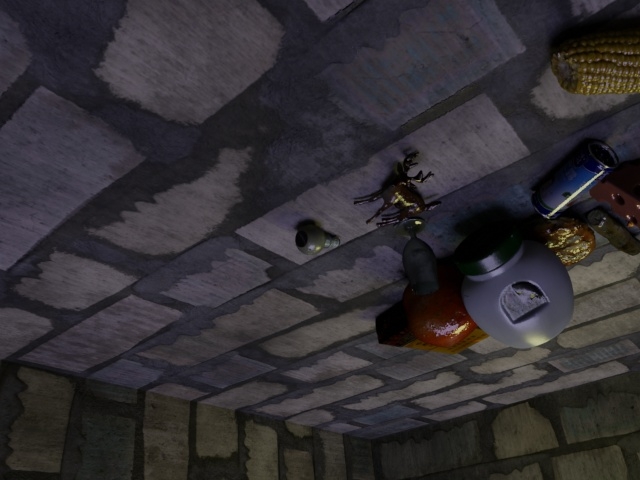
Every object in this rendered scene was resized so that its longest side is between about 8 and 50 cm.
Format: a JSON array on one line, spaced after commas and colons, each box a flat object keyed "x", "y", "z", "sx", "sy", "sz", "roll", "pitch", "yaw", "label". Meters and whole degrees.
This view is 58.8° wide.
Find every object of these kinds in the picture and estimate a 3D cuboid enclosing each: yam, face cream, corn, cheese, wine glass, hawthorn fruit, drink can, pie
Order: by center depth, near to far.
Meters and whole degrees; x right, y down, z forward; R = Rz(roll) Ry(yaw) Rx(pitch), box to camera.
[{"x": 0.671, "y": -0.366, "z": 1.147, "sx": 0.386, "sy": 0.144, "sz": 0.144, "roll": -8, "pitch": 148, "yaw": 5, "label": "corn"}, {"x": 0.675, "y": -0.159, "z": 1.522, "sx": 0.097, "sy": 0.097, "sz": 0.235, "roll": 8, "pitch": 146, "yaw": -20, "label": "drink can"}, {"x": 0.884, "y": -0.154, "z": 1.557, "sx": 0.177, "sy": 0.203, "sz": 0.128, "roll": -38, "pitch": 142, "yaw": -5, "label": "cheese"}, {"x": 0.287, "y": 0.045, "z": 1.674, "sx": 0.103, "sy": 0.222, "sz": 0.103, "roll": -6, "pitch": 148, "yaw": -4, "label": "wine glass"}, {"x": 0.583, "y": 0.136, "z": 1.725, "sx": 0.312, "sy": 0.219, "sz": 0.357, "roll": -34, "pitch": 103, "yaw": 14, "label": "face cream"}, {"x": 0.737, "y": 0.010, "z": 1.811, "sx": 0.308, "sy": 0.086, "sz": 0.308, "roll": -3, "pitch": 150, "yaw": -2, "label": "pie"}, {"x": 0.942, "y": -0.021, "z": 1.812, "sx": 0.317, "sy": 0.071, "sz": 0.067, "roll": 24, "pitch": 102, "yaw": -37, "label": "yam"}, {"x": 0.433, "y": 0.214, "z": 1.935, "sx": 0.299, "sy": 0.276, "sz": 0.275, "roll": -34, "pitch": 140, "yaw": 19, "label": "hawthorn fruit"}]

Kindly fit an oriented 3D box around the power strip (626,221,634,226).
[{"x": 0.999, "y": -0.092, "z": 1.740, "sx": 0.049, "sy": 0.028, "sz": 0.178, "roll": 2, "pitch": 147, "yaw": -13, "label": "power strip"}]

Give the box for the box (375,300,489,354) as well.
[{"x": 0.458, "y": 0.343, "z": 2.280, "sx": 0.415, "sy": 0.116, "sz": 0.264, "roll": 14, "pitch": 145, "yaw": -29, "label": "box"}]

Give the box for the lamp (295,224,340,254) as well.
[{"x": 0.000, "y": 0.000, "z": 1.701, "sx": 0.163, "sy": 0.091, "sz": 0.091, "roll": 4, "pitch": 151, "yaw": -45, "label": "lamp"}]

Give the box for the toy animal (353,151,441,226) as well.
[{"x": 0.220, "y": -0.129, "z": 1.538, "sx": 0.259, "sy": 0.087, "sz": 0.243, "roll": -31, "pitch": 154, "yaw": 33, "label": "toy animal"}]
